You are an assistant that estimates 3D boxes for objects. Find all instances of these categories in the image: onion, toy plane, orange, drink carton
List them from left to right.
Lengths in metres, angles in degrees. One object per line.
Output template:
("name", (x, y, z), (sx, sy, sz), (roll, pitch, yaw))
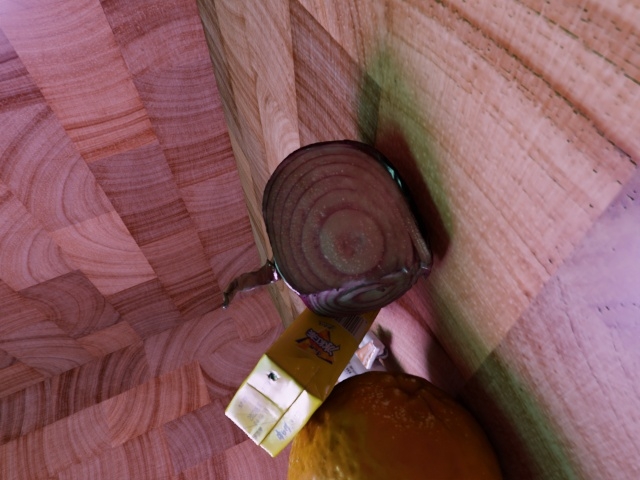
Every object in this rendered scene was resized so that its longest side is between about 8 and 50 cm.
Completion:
("drink carton", (-0.003, 0.182, 0.747), (0.111, 0.351, 0.154), (37, 119, 7))
("onion", (0.028, -0.010, 0.656), (0.230, 0.273, 0.256), (72, -155, -82))
("toy plane", (0.103, 0.332, 0.993), (0.245, 0.118, 0.244), (1, 92, 64))
("orange", (0.116, 0.365, 0.678), (0.340, 0.341, 0.293), (-142, 59, -64))
